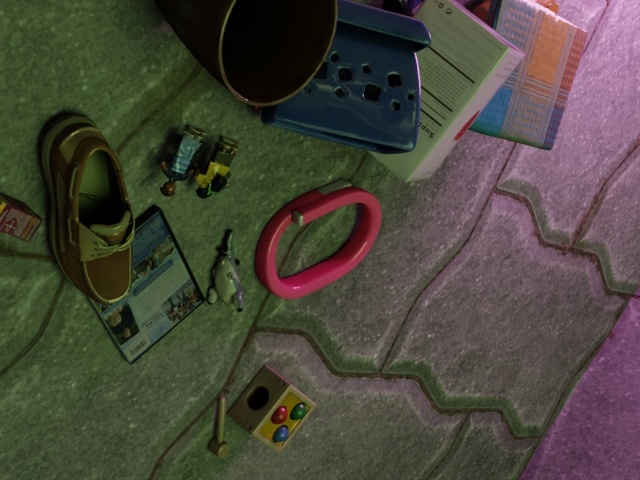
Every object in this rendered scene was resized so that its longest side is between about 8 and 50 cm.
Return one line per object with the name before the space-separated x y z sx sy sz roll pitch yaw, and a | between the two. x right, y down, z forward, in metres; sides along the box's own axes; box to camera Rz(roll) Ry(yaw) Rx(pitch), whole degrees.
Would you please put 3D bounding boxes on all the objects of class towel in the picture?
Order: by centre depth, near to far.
towel | 0.402 -0.329 2.254 0.370 0.040 0.272 6 103 -53

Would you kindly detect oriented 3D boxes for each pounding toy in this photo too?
pounding toy | -0.129 0.365 2.289 0.206 0.094 0.181 -52 143 -7

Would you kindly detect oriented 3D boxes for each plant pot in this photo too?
plant pot | -0.132 -0.336 1.652 0.215 0.230 0.215 -28 134 -33
plant pot | 0.045 -0.267 1.843 0.235 0.236 0.212 13 93 -8

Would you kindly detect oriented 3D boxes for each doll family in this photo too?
doll family | -0.201 -0.120 1.873 0.193 0.076 0.111 17 108 -47

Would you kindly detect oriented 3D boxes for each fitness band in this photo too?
fitness band | 0.000 0.000 2.198 0.290 0.054 0.209 -25 133 -34

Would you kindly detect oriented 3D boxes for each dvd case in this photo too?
dvd case | -0.303 0.079 1.943 0.180 0.022 0.253 -42 140 -20

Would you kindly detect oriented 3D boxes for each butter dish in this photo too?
butter dish | -0.117 -0.299 1.797 0.118 0.160 0.160 20 99 -8

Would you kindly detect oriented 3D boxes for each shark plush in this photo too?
shark plush | -0.170 0.056 2.075 0.067 0.073 0.161 -38 122 -53

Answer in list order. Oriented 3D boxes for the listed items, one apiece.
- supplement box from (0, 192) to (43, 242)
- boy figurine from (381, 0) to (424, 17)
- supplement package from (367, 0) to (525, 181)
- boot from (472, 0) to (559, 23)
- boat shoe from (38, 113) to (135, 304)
supplement box | -0.456 -0.038 1.658 0.043 0.055 0.083 -57 143 3
boy figurine | 0.223 -0.506 2.042 0.285 0.092 0.177 -43 141 -11
supplement package | 0.197 -0.270 2.031 0.293 0.175 0.177 -53 168 16
boot | 0.402 -0.389 2.317 0.211 0.104 0.295 -31 132 -29
boat shoe | -0.342 -0.030 1.723 0.122 0.120 0.324 -30 132 -27
